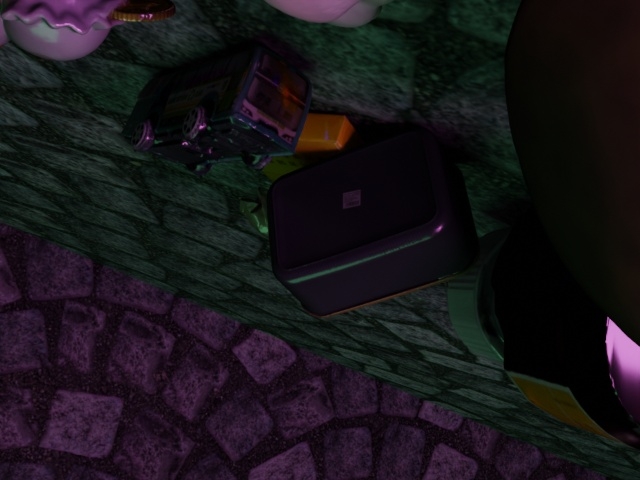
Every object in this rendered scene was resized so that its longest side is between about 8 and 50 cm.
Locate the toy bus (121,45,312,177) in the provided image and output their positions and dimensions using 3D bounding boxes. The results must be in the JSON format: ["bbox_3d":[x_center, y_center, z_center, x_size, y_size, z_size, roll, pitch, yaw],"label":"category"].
[{"bbox_3d":[-0.113,-0.126,0.854,0.091,0.109,0.262,28,165,-35],"label":"toy bus"}]

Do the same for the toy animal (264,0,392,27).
[{"bbox_3d":[0.005,-0.194,0.362,0.258,0.193,0.357,15,176,-22],"label":"toy animal"}]

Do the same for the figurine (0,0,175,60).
[{"bbox_3d":[-0.261,-0.219,0.710,0.272,0.143,0.143,-3,161,7],"label":"figurine"}]

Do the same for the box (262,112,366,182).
[{"bbox_3d":[0.014,-0.072,1.004,0.152,0.043,0.269,11,163,29],"label":"box"}]

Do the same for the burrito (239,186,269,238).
[{"bbox_3d":[0.000,0.000,1.067,0.226,0.060,0.087,24,169,-19],"label":"burrito"}]

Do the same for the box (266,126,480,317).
[{"bbox_3d":[0.047,-0.019,0.857,0.201,0.144,0.090,-18,147,19],"label":"box"}]

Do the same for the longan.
[{"bbox_3d":[0.236,-0.065,0.409,0.300,0.300,0.243,23,-154,-11],"label":"longan"}]

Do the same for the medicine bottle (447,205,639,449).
[{"bbox_3d":[0.262,0.054,0.822,0.243,0.242,0.395,23,178,-13],"label":"medicine bottle"}]
